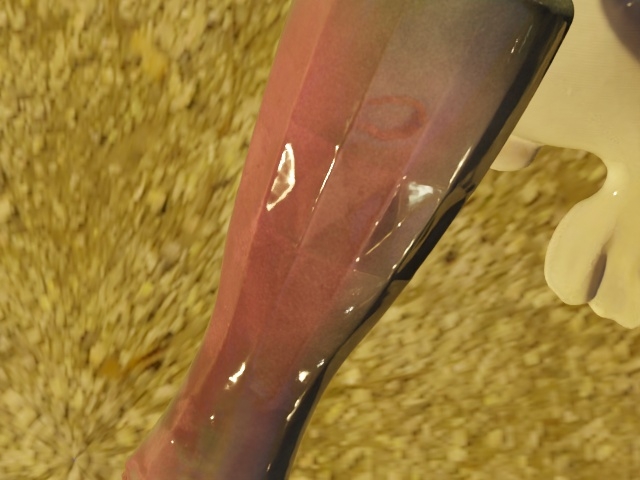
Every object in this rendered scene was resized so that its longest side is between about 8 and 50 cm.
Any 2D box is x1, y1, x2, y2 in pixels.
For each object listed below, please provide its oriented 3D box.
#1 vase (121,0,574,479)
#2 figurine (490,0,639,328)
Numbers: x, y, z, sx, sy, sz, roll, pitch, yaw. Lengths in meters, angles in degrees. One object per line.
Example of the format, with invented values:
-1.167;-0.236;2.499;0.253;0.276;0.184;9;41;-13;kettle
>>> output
0.000;0.000;0.629;0.086;0.086;0.214;24;102;-4;vase
0.210;-0.080;0.823;0.394;0.226;0.275;17;101;-2;figurine
